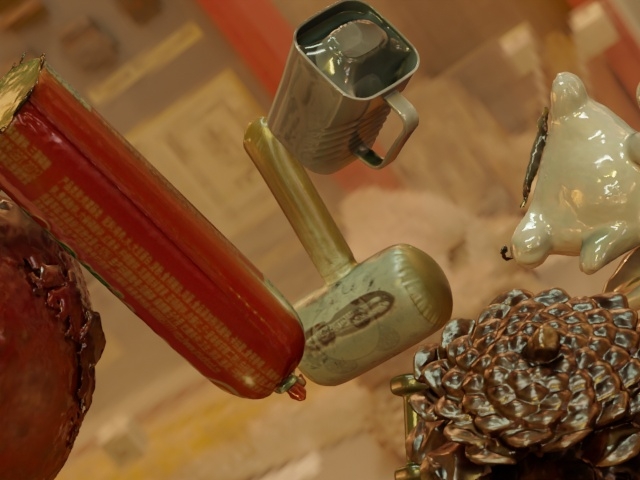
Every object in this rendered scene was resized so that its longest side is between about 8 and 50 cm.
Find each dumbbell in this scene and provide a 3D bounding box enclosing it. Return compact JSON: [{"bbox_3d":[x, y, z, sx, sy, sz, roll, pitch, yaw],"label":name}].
[{"bbox_3d":[0.100,0.198,2.049,0.052,0.046,0.118,-26,62,58],"label":"dumbbell"}]

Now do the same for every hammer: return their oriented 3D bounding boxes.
[{"bbox_3d":[0.000,0.000,2.174,0.202,0.305,0.113,-31,2,24],"label":"hammer"}]

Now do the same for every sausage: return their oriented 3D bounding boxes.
[{"bbox_3d":[-0.094,0.007,1.134,0.083,0.264,0.083,-36,24,19],"label":"sausage"}]

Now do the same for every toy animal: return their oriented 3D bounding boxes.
[{"bbox_3d":[0.338,-0.033,1.981,0.289,0.174,0.249,40,107,26],"label":"toy animal"}]

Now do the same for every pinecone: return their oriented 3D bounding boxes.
[{"bbox_3d":[0.159,0.135,1.310,0.208,0.208,0.208,-31,26,17],"label":"pinecone"}]

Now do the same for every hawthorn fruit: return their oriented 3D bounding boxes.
[{"bbox_3d":[-0.312,0.097,1.461,0.316,0.316,0.316,-31,26,17],"label":"hawthorn fruit"}]

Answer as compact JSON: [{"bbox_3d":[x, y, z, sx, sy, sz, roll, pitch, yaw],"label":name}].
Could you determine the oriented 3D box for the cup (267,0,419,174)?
[{"bbox_3d":[0.028,-0.123,1.716,0.095,0.128,0.129,-36,-17,-33],"label":"cup"}]
